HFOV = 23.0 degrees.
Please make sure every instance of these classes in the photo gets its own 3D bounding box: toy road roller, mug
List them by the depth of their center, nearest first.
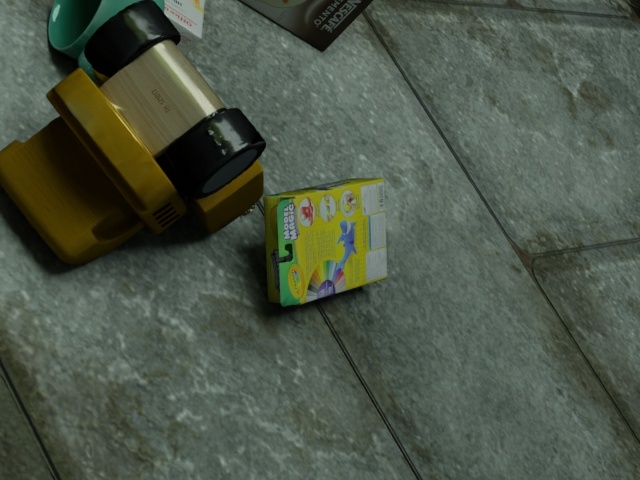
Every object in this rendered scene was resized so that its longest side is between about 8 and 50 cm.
[{"bbox_3d":[-0.208,-0.088,1.684,0.202,0.240,0.329,52,-5,7],"label":"toy road roller"},{"bbox_3d":[-0.247,-0.251,1.840,0.097,0.129,0.158,24,79,-35],"label":"mug"}]

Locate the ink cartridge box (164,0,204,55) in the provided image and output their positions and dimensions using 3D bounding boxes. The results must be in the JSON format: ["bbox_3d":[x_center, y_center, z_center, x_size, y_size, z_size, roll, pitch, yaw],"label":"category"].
[{"bbox_3d":[-0.204,-0.293,1.983,0.104,0.061,0.181,30,37,-26],"label":"ink cartridge box"}]

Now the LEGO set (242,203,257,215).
[{"bbox_3d":[-0.111,-0.066,1.894,0.054,0.023,0.083,-11,77,-51],"label":"LEGO set"}]

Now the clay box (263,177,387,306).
[{"bbox_3d":[0.000,0.000,1.863,0.222,0.053,0.128,-13,103,-54],"label":"clay box"}]

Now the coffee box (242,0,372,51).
[{"bbox_3d":[-0.049,-0.395,2.201,0.246,0.141,0.098,28,37,-27],"label":"coffee box"}]
